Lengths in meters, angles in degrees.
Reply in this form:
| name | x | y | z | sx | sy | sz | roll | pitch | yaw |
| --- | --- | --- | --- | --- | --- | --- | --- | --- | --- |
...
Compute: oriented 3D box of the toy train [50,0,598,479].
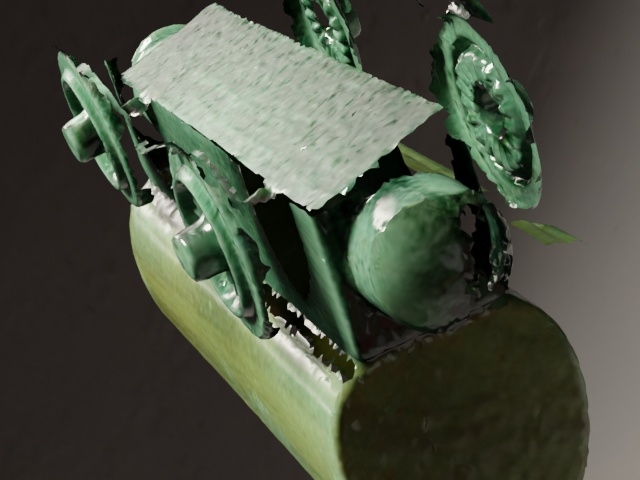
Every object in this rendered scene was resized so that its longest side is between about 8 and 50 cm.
| name | x | y | z | sx | sy | sz | roll | pitch | yaw |
| --- | --- | --- | --- | --- | --- | --- | --- | --- | --- |
| toy train | 0.008 | -0.002 | 0.696 | 0.126 | 0.307 | 0.189 | -34 | 114 | -9 |
